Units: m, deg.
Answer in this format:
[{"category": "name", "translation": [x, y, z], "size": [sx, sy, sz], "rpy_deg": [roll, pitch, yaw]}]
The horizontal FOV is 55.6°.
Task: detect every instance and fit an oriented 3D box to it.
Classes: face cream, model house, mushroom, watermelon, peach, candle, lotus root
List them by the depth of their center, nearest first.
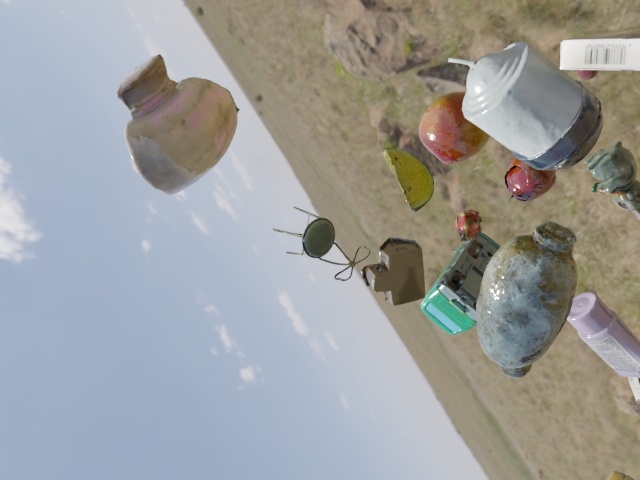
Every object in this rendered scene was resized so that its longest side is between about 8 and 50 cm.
[{"category": "mushroom", "translation": [-0.238, -0.195, 1.073], "size": [0.173, 0.162, 0.236], "rpy_deg": [-93, -20, -46]}, {"category": "lotus root", "translation": [0.392, 0.133, 1.188], "size": [0.175, 0.175, 0.349], "rpy_deg": [-119, 29, -56]}, {"category": "candle", "translation": [0.465, -0.319, 1.402], "size": [0.343, 0.221, 0.221], "rpy_deg": [29, -168, -18]}, {"category": "face cream", "translation": [0.705, 0.246, 1.458], "size": [0.274, 0.096, 0.154], "rpy_deg": [45, 156, -13]}, {"category": "watermelon", "translation": [0.233, -0.155, 1.504], "size": [0.092, 0.075, 0.181], "rpy_deg": [20, -137, -54]}, {"category": "model house", "translation": [0.210, 0.083, 1.910], "size": [0.248, 0.176, 0.180], "rpy_deg": [-127, 28, -72]}, {"category": "peach", "translation": [0.426, -0.356, 1.923], "size": [0.231, 0.231, 0.231], "rpy_deg": [57, -177, -4]}]

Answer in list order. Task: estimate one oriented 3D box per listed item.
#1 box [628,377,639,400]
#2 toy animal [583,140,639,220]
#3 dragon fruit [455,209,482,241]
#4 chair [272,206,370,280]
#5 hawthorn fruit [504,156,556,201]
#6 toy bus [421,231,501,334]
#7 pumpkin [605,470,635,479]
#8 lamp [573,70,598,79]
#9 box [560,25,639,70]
[{"category": "box", "translation": [0.989, 0.333, 1.577], "size": [0.173, 0.333, 0.145], "rpy_deg": [35, -132, -67]}, {"category": "toy animal", "translation": [0.813, -0.146, 1.618], "size": [0.236, 0.138, 0.108], "rpy_deg": [46, -153, 5]}, {"category": "dragon fruit", "translation": [0.468, -0.043, 1.920], "size": [0.086, 0.081, 0.116], "rpy_deg": [55, -136, -54]}, {"category": "chair", "translation": [0.000, 0.000, 2.142], "size": [0.326, 0.160, 0.170], "rpy_deg": [20, 148, 47]}, {"category": "hawthorn fruit", "translation": [0.631, -0.189, 1.858], "size": [0.148, 0.172, 0.148], "rpy_deg": [35, -157, -17]}, {"category": "toy bus", "translation": [0.483, 0.150, 2.026], "size": [0.183, 0.343, 0.199], "rpy_deg": [41, 137, 5]}, {"category": "pumpkin", "translation": [0.617, 0.617, 1.306], "size": [0.131, 0.248, 0.126], "rpy_deg": [35, -175, 22]}, {"category": "lamp", "translation": [0.914, -0.602, 2.079], "size": [0.101, 0.090, 0.101], "rpy_deg": [13, -105, -60]}, {"category": "box", "translation": [0.688, -0.409, 1.269], "size": [0.200, 0.344, 0.065], "rpy_deg": [20, 123, 50]}]
